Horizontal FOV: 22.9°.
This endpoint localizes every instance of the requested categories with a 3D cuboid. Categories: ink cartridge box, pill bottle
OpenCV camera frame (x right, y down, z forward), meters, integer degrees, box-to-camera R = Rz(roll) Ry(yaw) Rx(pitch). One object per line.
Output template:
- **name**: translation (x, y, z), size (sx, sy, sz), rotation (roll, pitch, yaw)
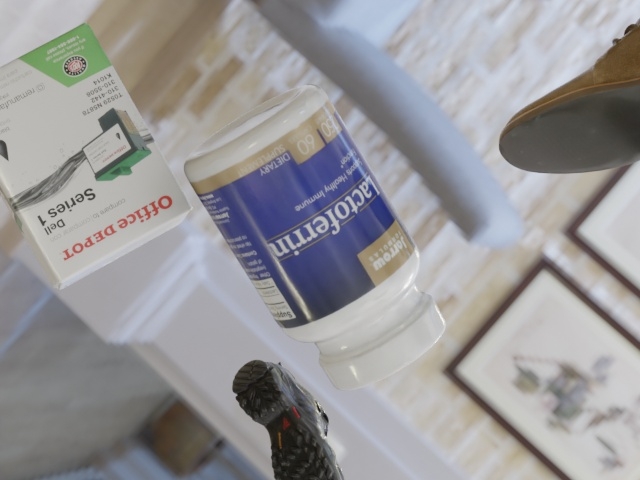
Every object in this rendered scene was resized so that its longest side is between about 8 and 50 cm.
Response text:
- **ink cartridge box**: translation (-0.250, -0.082, 1.593), size (0.160, 0.219, 0.092), rotation (-31, -178, -13)
- **pill bottle**: translation (0.000, 0.000, 1.481), size (0.153, 0.265, 0.153), rotation (-30, -168, 7)

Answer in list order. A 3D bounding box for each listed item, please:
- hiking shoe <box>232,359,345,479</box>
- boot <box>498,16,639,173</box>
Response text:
- **hiking shoe**: translation (-0.015, 0.244, 1.943), size (0.086, 0.227, 0.114), rotation (-33, 165, 25)
- **boot**: translation (0.314, -0.161, 1.554), size (0.305, 0.115, 0.112), rotation (-23, 139, 18)
